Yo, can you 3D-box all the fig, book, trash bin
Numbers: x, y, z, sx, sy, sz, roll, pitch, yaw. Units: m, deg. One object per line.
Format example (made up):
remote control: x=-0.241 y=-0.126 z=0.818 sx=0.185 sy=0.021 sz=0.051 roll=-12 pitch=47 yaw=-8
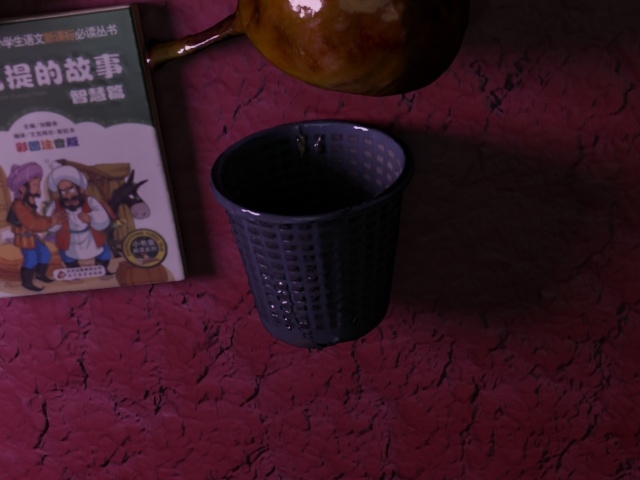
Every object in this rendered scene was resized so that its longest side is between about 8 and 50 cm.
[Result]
fig: x=-0.025 y=-0.207 z=0.969 sx=0.290 sy=0.190 sz=0.191 roll=9 pitch=113 yaw=19
book: x=-0.243 y=-0.077 z=1.105 sx=0.201 sy=0.027 sz=0.264 roll=-5 pitch=112 yaw=7
trash bin: x=0.000 y=0.000 z=1.055 sx=0.175 sy=0.175 sz=0.161 roll=-3 pitch=123 yaw=6
